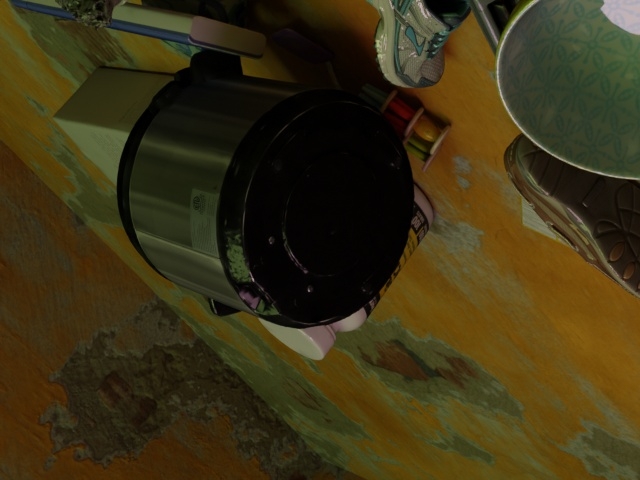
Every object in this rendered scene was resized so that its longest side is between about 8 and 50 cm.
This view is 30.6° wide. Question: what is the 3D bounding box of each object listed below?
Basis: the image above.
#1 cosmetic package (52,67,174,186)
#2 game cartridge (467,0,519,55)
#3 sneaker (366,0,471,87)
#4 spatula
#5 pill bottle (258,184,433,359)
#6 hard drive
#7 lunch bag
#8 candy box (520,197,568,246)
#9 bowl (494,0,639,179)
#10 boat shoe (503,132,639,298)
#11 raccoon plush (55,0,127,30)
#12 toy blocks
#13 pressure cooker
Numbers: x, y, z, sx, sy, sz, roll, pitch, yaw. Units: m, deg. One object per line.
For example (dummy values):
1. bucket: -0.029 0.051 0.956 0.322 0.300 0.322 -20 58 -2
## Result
1. cosmetic package: -0.317 -0.206 2.368 0.453 0.161 0.230 15 151 47
2. game cartridge: 0.209 -0.259 1.352 0.297 0.062 0.198 54 -162 -41
3. sneaker: 0.135 -0.283 1.510 0.122 0.110 0.283 15 157 24
4. spatula: 0.040 -0.240 1.880 0.296 0.030 0.084 43 161 -20
5. pill bottle: 0.039 0.036 2.056 0.188 0.334 0.188 32 161 12
6. hard drive: -0.269 -0.328 1.751 0.319 0.040 0.210 15 -172 25
7. lunch bag: -0.203 -0.377 1.895 0.176 0.090 0.219 30 161 6
8. candy box: 0.400 -0.016 1.786 0.206 0.027 0.105 28 156 23
9. bowl: 0.334 -0.213 1.204 0.289 0.156 0.289 11 143 9
10. boat shoe: 0.384 -0.038 1.652 0.324 0.123 0.116 48 166 -11
11. raccoon plush: -0.310 -0.492 1.490 0.216 0.299 0.446 23 157 34
12. toy blocks: 0.123 -0.182 1.836 0.148 0.054 0.123 34 160 6
13. pressure cooker: -0.111 -0.082 1.834 0.420 0.370 0.375 15 162 48
